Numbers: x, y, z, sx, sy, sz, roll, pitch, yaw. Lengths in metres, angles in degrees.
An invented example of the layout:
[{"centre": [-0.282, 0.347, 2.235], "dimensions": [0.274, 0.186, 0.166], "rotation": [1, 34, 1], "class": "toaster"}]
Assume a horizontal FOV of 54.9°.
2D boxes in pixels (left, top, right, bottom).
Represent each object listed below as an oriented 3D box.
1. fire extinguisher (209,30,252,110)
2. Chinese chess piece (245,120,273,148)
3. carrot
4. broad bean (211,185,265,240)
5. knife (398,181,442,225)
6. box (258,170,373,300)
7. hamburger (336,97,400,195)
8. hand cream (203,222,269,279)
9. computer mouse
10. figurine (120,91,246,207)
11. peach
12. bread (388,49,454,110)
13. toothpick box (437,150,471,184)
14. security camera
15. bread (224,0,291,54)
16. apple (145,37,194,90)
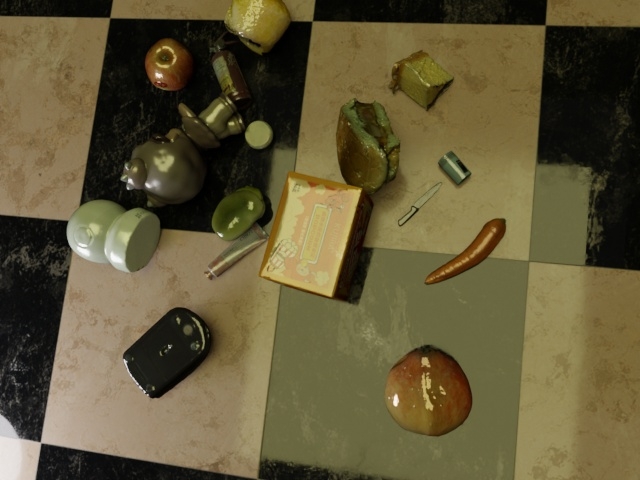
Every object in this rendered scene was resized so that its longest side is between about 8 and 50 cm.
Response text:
[{"centre": [-0.268, -0.515, 1.849], "dimensions": [0.075, 0.106, 0.251], "rotation": [-35, 72, 44], "class": "fire extinguisher"}, {"centre": [-0.180, -0.310, 1.811], "dimensions": [0.084, 0.034, 0.084], "rotation": [-1, 84, 10], "class": "Chinese chess piece"}, {"centre": [0.397, 0.041, 1.642], "dimensions": [0.271, 0.062, 0.066], "rotation": [-45, 110, 5], "class": "carrot"}, {"centre": [-0.236, -0.081, 1.761], "dimensions": [0.175, 0.082, 0.124], "rotation": [-33, 68, 5], "class": "broad bean"}, {"centre": [0.276, -0.103, 1.708], "dimensions": [0.170, 0.010, 0.023], "rotation": [-44, 83, 0], "class": "knife"}, {"centre": [0.000, 0.000, 1.616], "dimensions": [0.214, 0.259, 0.283], "rotation": [14, 85, 10], "class": "box"}, {"centre": [0.119, -0.239, 1.652], "dimensions": [0.133, 0.211, 0.308], "rotation": [-4, 39, -11], "class": "hamburger"}, {"centre": [-0.246, 0.036, 1.771], "dimensions": [0.210, 0.043, 0.067], "rotation": [-42, 72, -3], "class": "hand cream"}, {"centre": [-0.416, 0.307, 1.730], "dimensions": [0.269, 0.100, 0.170], "rotation": [-40, 74, 7], "class": "computer mouse"}, {"centre": [-0.378, -0.250, 1.750], "dimensions": [0.380, 0.248, 0.203], "rotation": [-45, 74, -7], "class": "figurine"}, {"centre": [0.266, 0.370, 1.537], "dimensions": [0.233, 0.232, 0.232], "rotation": [-2, 82, 10], "class": "peach"}, {"centre": [0.285, -0.464, 1.717], "dimensions": [0.147, 0.127, 0.152], "rotation": [41, 74, 13], "class": "bread"}, {"centre": [0.367, -0.198, 1.683], "dimensions": [0.052, 0.052, 0.083], "rotation": [-40, 78, 3], "class": "toothpick box"}, {"centre": [-0.606, -0.025, 1.766], "dimensions": [0.237, 0.194, 0.194], "rotation": [17, 85, 9], "class": "security camera"}, {"centre": [-0.187, -0.655, 1.790], "dimensions": [0.197, 0.197, 0.170], "rotation": [34, 96, 13], "class": "bread"}, {"centre": [-0.453, -0.527, 1.843], "dimensions": [0.147, 0.131, 0.146], "rotation": [-1, 80, 5], "class": "apple"}]
